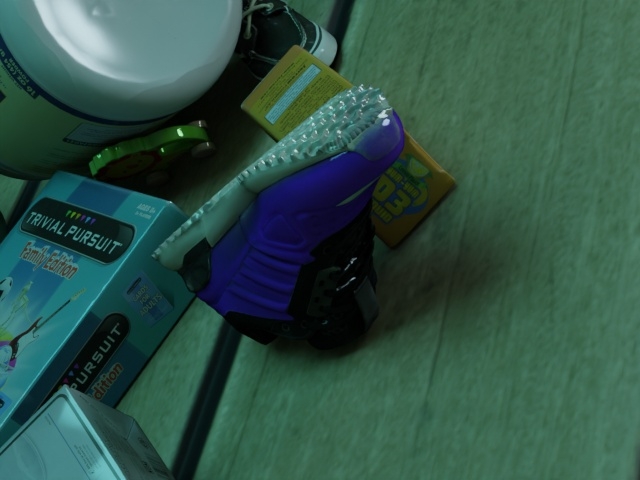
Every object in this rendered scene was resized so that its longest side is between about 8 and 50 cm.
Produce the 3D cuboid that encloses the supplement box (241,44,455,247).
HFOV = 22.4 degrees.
[{"bbox_3d":[0.017,-0.080,1.292,0.080,0.078,0.233,-48,29,0],"label":"supplement box"}]

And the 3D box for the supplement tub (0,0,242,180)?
[{"bbox_3d":[-0.237,-0.192,1.558,0.325,0.235,0.235,-26,32,61],"label":"supplement tub"}]

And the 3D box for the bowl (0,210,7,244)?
[{"bbox_3d":[-0.440,0.030,1.665,0.311,0.163,0.311,-34,33,27],"label":"bowl"}]

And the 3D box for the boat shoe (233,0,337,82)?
[{"bbox_3d":[-0.056,-0.195,1.532,0.078,0.070,0.219,-49,29,-2],"label":"boat shoe"}]

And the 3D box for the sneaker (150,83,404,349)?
[{"bbox_3d":[0.000,0.000,1.144,0.102,0.146,0.293,-42,5,-32],"label":"sneaker"}]

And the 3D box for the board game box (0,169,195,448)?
[{"bbox_3d":[-0.262,0.102,1.439,0.336,0.079,0.254,-55,30,-12],"label":"board game box"}]

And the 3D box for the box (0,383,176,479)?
[{"bbox_3d":[-0.215,0.263,1.117,0.290,0.087,0.169,-44,54,6],"label":"box"}]

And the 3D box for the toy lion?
[{"bbox_3d":[-0.162,-0.080,1.510,0.100,0.096,0.034,-28,73,30],"label":"toy lion"}]
